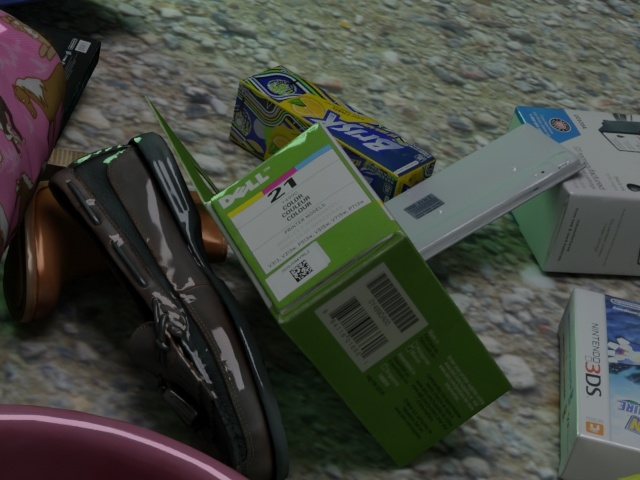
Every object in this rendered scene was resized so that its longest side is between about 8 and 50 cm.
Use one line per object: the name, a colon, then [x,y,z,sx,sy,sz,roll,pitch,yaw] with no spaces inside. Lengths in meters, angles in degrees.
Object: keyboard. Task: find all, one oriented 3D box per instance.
keyboard: [0.086,-0.020,1.444,0.256,0.014,0.072,-29,40,-25]

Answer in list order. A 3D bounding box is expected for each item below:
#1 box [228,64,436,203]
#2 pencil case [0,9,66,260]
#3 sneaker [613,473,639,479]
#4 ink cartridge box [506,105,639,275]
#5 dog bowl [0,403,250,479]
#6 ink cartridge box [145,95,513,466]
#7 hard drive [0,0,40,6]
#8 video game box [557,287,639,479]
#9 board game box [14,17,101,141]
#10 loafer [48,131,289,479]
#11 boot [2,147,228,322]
box: [0.008,-0.075,1.528,0.169,0.059,0.054,32,38,26]
pencil case: [-0.278,0.001,1.155,0.167,0.160,0.386,21,40,-1]
sneaker: [0.079,0.198,1.054,0.384,0.145,0.147,-18,45,-44]
ink cartridge box: [0.256,-0.038,1.557,0.190,0.082,0.140,2,34,-18]
dog bowl: [-0.133,0.245,0.774,0.408,0.150,0.408,4,50,-5]
ink cartridge box: [0.000,0.000,1.274,0.097,0.189,0.255,-35,45,2]
hard drive: [-0.320,-0.238,1.601,0.210,0.040,0.318,21,25,35]
video game box: [0.271,0.121,1.347,0.205,0.048,0.187,14,34,-2]
board game box: [-0.258,-0.116,1.492,0.126,0.026,0.186,16,39,2]
loafer: [-0.101,0.051,1.238,0.084,0.096,0.267,-15,60,-17]
boot: [-0.141,0.000,1.342,0.152,0.073,0.197,14,35,-11]
